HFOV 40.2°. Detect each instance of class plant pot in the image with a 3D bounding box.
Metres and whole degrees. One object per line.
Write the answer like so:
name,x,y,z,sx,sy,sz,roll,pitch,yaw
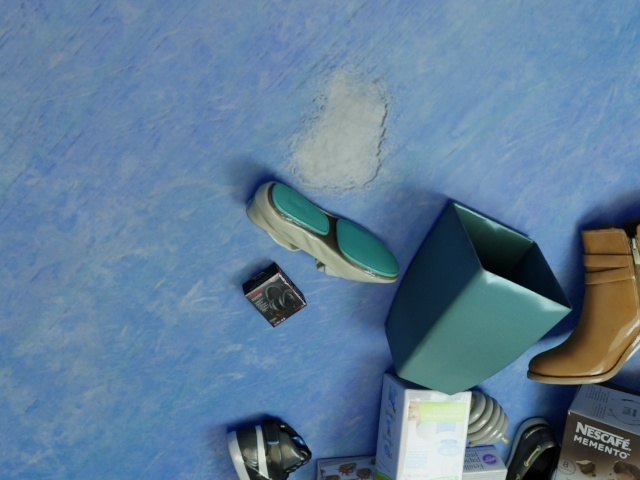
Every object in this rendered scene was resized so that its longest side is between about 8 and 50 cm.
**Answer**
plant pot,0.207,0.103,1.279,0.166,0.165,0.234,24,119,-24

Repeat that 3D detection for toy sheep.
toy sheep,0.262,0.296,1.439,0.132,0.091,0.091,38,104,-22

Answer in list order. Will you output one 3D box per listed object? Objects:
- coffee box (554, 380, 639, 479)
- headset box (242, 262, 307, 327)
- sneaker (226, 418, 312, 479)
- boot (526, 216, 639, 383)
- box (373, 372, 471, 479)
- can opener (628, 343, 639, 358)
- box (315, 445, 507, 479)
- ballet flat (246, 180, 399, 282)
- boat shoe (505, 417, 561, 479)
coffee box,0.550,0.358,1.425,0.297,0.119,0.168,17,123,25
headset box,-0.069,0.077,1.271,0.062,0.032,0.083,-34,122,7
sneaker,-0.064,0.385,1.412,0.121,0.079,0.217,-18,119,-1
boot,0.429,0.091,1.332,0.283,0.109,0.220,-17,98,11
box,0.158,0.321,1.379,0.114,0.103,0.203,4,95,-15
can opener,0.546,0.079,1.391,0.093,0.074,0.280,36,105,-26
box,0.152,0.404,1.483,0.324,0.063,0.067,-2,119,-12
ballet flat,0.000,0.000,1.228,0.248,0.086,0.086,33,106,-25
boat shoe,0.367,0.422,1.539,0.081,0.068,0.228,-1,118,-13
